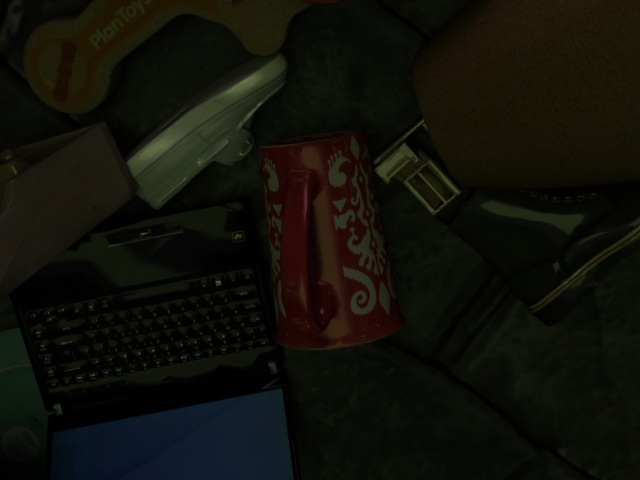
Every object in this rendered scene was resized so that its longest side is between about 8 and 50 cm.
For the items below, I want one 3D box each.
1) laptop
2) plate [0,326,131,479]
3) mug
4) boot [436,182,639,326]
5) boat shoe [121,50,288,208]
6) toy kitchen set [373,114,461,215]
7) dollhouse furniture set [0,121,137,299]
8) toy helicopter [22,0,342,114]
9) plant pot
[{"bbox_3d":[-0.151,0.124,0.809,0.234,0.136,0.264,-11,107,1],"label":"laptop"},{"bbox_3d":[-0.276,0.176,0.909,0.188,0.024,0.188,1,105,5],"label":"plate"},{"bbox_3d":[0.009,-0.002,0.772,0.113,0.150,0.169,-10,99,-10],"label":"mug"},{"bbox_3d":[0.207,-0.040,0.776,0.137,0.077,0.198,40,104,1],"label":"boot"},{"bbox_3d":[-0.093,-0.091,0.800,0.184,0.066,0.063,-36,111,12],"label":"boat shoe"},{"bbox_3d":[0.095,-0.063,0.773,0.068,0.083,0.075,-42,97,15],"label":"toy kitchen set"},{"bbox_3d":[-0.336,-0.143,0.664,0.362,0.256,0.394,-11,112,27],"label":"dollhouse furniture set"},{"bbox_3d":[-0.123,-0.231,0.735,0.355,0.140,0.235,-33,105,26],"label":"toy helicopter"},{"bbox_3d":[0.206,-0.137,0.685,0.254,0.237,0.237,-19,102,24],"label":"plant pot"}]
